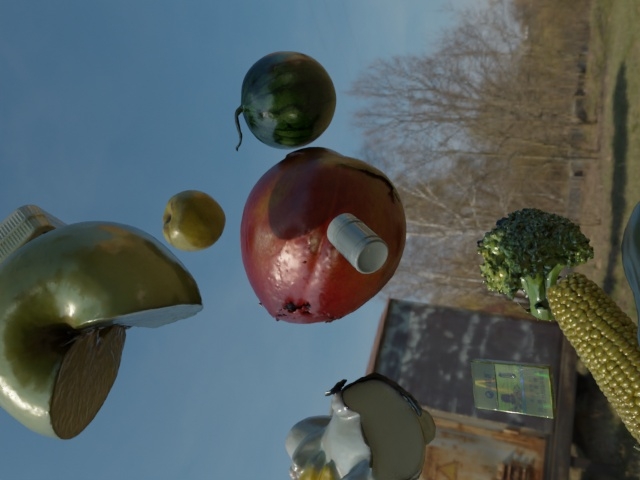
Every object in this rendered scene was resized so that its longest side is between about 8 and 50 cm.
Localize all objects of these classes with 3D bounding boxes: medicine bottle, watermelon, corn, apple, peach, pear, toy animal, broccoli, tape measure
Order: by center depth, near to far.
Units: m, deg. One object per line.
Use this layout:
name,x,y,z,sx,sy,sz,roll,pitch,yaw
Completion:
corn,0.397,0.159,0.765,0.091,0.260,0.091,-5,-35,-40
apple,-0.335,0.102,0.823,0.295,0.233,0.258,-47,0,4
medicine bottle,0.055,0.003,0.868,0.058,0.091,0.058,-15,-54,-23
toy animal,0.048,0.344,0.953,0.247,0.183,0.310,-35,-15,-35
peach,0.000,0.000,1.192,0.370,0.369,0.370,6,-90,-70
watermelon,-0.056,-0.286,1.205,0.232,0.127,0.204,-10,-68,-34
broccoli,0.488,0.055,1.296,0.180,0.242,0.273,27,-131,-81
tape measure,-0.687,0.062,1.422,0.231,0.133,0.271,-47,-22,-5
pear,-0.415,-0.064,1.925,0.209,0.208,0.209,6,-90,-70

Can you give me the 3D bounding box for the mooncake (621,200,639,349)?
mooncake,0.422,0.024,0.412,0.351,0.351,0.187,75,-161,-44

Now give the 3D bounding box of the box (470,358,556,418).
box,0.461,0.352,1.391,0.030,0.193,0.122,-10,-86,-51
